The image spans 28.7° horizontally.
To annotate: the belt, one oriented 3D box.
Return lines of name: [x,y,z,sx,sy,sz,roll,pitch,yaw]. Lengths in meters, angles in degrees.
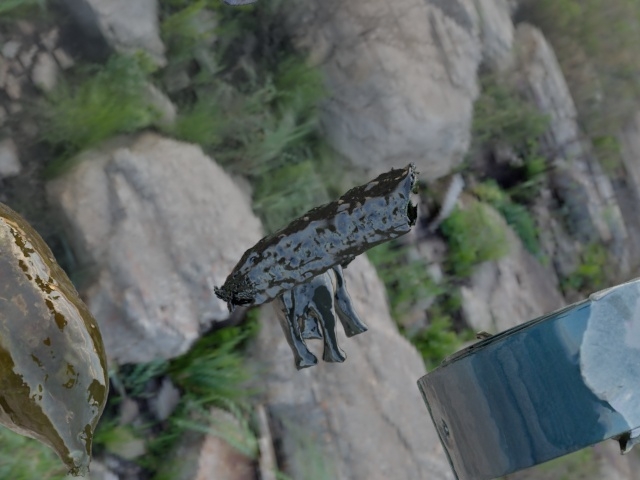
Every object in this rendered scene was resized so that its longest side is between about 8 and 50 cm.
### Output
belt: [0.286,0.158,1.431,0.300,0.436,0.173,-18,83,-22]

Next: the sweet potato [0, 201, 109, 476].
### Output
sweet potato: [-0.302,0.068,1.197,0.370,0.158,0.158,44,29,19]

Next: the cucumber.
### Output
cucumber: [0.000,0.000,0.947,0.053,0.181,0.053,61,7,-14]

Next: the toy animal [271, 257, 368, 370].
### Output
toy animal: [0.001,0.056,1.513,0.245,0.114,0.146,-94,165,-80]

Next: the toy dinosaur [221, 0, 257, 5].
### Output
toy dinosaur: [-0.107,-0.339,1.345,0.294,0.077,0.162,6,98,-42]
